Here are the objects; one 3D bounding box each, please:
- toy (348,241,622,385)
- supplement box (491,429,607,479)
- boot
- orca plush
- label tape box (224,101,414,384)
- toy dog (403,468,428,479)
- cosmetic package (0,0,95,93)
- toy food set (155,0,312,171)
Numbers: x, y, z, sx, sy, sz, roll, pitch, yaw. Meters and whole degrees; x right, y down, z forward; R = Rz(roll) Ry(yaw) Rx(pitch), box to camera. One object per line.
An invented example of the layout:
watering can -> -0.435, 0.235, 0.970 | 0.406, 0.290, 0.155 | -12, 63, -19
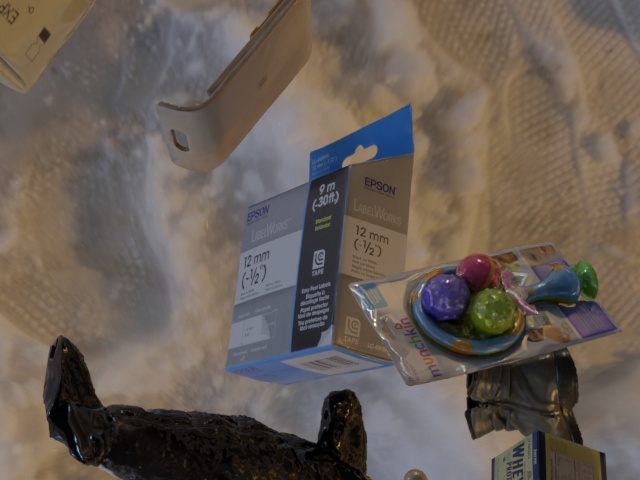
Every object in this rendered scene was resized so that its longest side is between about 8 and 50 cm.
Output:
toy -> 0.164, 0.052, 1.189 | 0.237, 0.056, 0.137 | -9, 45, -24
supplement box -> 0.227, 0.240, 1.229 | 0.083, 0.083, 0.056 | 21, 51, -19
boot -> 0.287, 0.261, 1.767 | 0.161, 0.083, 0.246 | -11, 118, 1
orca plush -> -0.027, 0.119, 0.699 | 0.287, 0.151, 0.102 | 35, 79, -27
label tape box -> 0.000, 0.000, 1.611 | 0.115, 0.249, 0.348 | 16, 70, -32
toy dog -> -0.029, 0.306, 1.336 | 0.333, 0.220, 0.161 | -14, 77, -19
cosmetic package -> -0.233, -0.211, 0.590 | 0.296, 0.129, 0.153 | 27, 79, 22
toy food set -> -0.120, -0.256, 1.793 | 0.092, 0.220, 0.306 | 35, 75, 11
